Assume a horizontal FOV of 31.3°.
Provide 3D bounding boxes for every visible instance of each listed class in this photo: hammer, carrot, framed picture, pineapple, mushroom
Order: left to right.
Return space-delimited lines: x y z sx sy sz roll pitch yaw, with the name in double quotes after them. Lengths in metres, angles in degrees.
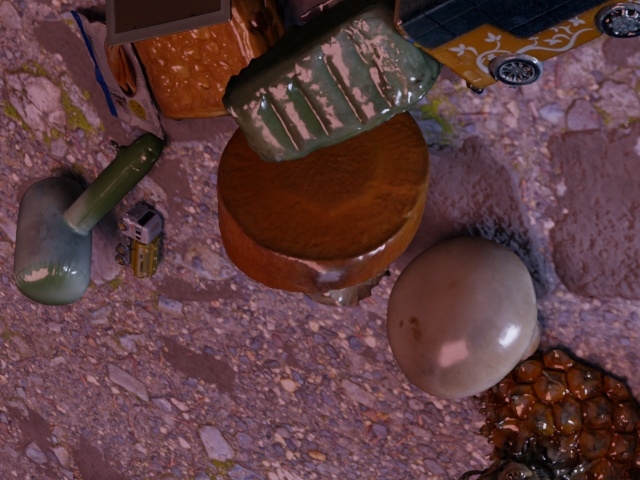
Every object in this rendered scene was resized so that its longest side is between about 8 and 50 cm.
-0.345 -0.057 1.718 0.119 0.206 0.335 22 132 -34 "hammer"
-0.182 -0.374 1.335 0.216 0.016 0.273 -1 91 40 "framed picture"
0.002 -0.057 1.329 0.258 0.307 0.100 -10 134 4 "carrot"
0.189 0.100 1.410 0.204 0.204 0.204 21 133 24 "mushroom"
0.263 0.309 1.426 0.262 0.272 0.262 22 134 24 "pineapple"

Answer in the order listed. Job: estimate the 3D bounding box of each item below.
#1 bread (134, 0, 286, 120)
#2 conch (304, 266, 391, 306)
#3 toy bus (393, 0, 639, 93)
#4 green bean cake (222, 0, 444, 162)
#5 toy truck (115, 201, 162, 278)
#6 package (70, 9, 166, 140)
-0.138 -0.259 1.427 0.235 0.099 0.210 -1 118 45 "bread"
0.000 0.000 1.470 0.245 0.163 0.178 12 170 37 "conch"
0.212 -0.262 1.068 0.167 0.138 0.275 28 149 -35 "toy bus"
0.018 -0.188 1.242 0.227 0.222 0.125 -21 111 23 "green bean cake"
-0.279 0.002 1.780 0.063 0.052 0.123 27 137 13 "toy truck"
-0.279 -0.230 1.581 0.173 0.027 0.171 24 141 48 "package"
